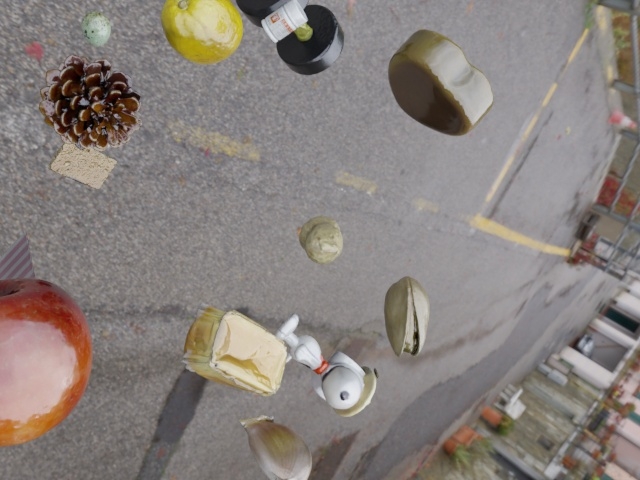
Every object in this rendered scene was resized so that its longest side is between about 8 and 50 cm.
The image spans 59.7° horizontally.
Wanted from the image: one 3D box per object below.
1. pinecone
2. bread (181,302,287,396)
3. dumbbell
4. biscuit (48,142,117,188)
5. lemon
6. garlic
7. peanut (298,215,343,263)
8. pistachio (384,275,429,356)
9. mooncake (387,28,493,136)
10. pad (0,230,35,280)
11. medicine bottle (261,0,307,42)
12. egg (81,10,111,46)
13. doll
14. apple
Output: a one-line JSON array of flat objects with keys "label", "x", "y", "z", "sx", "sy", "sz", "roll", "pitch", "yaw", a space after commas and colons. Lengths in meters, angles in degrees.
[{"label": "pinecone", "x": -0.599, "y": -0.355, "z": 1.502, "sx": 0.264, "sy": 0.264, "sz": 0.264, "roll": -36, "pitch": 144, "yaw": -31}, {"label": "bread", "x": -0.176, "y": 0.236, "z": 1.168, "sx": 0.241, "sy": 0.107, "sz": 0.136, "roll": 42, "pitch": 56, "yaw": -48}, {"label": "dumbbell", "x": -0.078, "y": -0.629, "z": 1.565, "sx": 0.203, "sy": 0.204, "sz": 0.322, "roll": -56, "pitch": 153, "yaw": 1}, {"label": "biscuit", "x": -0.794, "y": -0.256, "z": 1.868, "sx": 0.131, "sy": 0.025, "sz": 0.231, "roll": -56, "pitch": 156, "yaw": -1}, {"label": "lemon", "x": -0.272, "y": -0.496, "z": 1.295, "sx": 0.170, "sy": 0.170, "sz": 0.207, "roll": -60, "pitch": 157, "yaw": 7}, {"label": "garlic", "x": -0.085, "y": 0.523, "z": 1.302, "sx": 0.149, "sy": 0.266, "sz": 0.128, "roll": -7, "pitch": 106, "yaw": -22}, {"label": "peanut", "x": 0.000, "y": 0.000, "z": 1.536, "sx": 0.123, "sy": 0.124, "sz": 0.256, "roll": -63, "pitch": -175, "yaw": 12}, {"label": "pistachio", "x": 0.240, "y": 0.210, "z": 1.543, "sx": 0.136, "sy": 0.136, "sz": 0.225, "roll": 44, "pitch": 45, "yaw": -60}, {"label": "mooncake", "x": 0.255, "y": -0.339, "z": 1.217, "sx": 0.117, "sy": 0.235, "sz": 0.235, "roll": -49, "pitch": 149, "yaw": -8}, {"label": "pad", "x": -0.674, "y": 0.152, "z": 1.220, "sx": 0.202, "sy": 0.299, "sz": 0.005, "roll": -39, "pitch": 150, "yaw": 22}, {"label": "medicine bottle", "x": -0.080, "y": -0.482, "z": 1.226, "sx": 0.089, "sy": 0.057, "sz": 0.057, "roll": -28, "pitch": 155, "yaw": 17}, {"label": "egg", "x": -0.685, "y": -0.645, "z": 1.704, "sx": 0.085, "sy": 0.085, "sz": 0.110, "roll": -33, "pitch": 157, "yaw": -33}, {"label": "doll", "x": 0.013, "y": 0.292, "z": 1.336, "sx": 0.144, "sy": 0.271, "sz": 0.208, "roll": -46, "pitch": 162, "yaw": -3}, {"label": "apple", "x": -0.422, "y": 0.156, "z": 0.747, "sx": 0.218, "sy": 0.218, "sz": 0.201, "roll": -8, "pitch": 105, "yaw": -52}]
